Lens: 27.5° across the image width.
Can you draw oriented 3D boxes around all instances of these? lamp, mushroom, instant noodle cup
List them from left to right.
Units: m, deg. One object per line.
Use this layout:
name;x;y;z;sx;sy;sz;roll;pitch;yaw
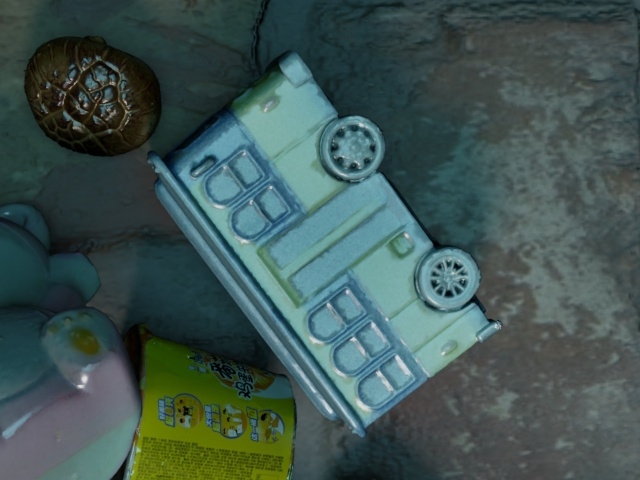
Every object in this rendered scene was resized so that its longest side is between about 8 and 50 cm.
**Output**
lamp;-0.282;0.108;1.108;0.247;0.301;0.247;-34;138;-20
mushroom;-0.206;-0.131;1.183;0.126;0.085;0.109;9;94;-2
instant noodle cup;-0.114;0.187;1.170;0.153;0.205;0.205;12;93;-14

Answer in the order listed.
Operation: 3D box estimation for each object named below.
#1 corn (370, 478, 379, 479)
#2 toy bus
corn;0.096;0.350;1.213;0.092;0.092;0.281;-32;73;-4
toy bus;0.000;0.000;1.187;0.190;0.152;0.312;-37;99;-3
